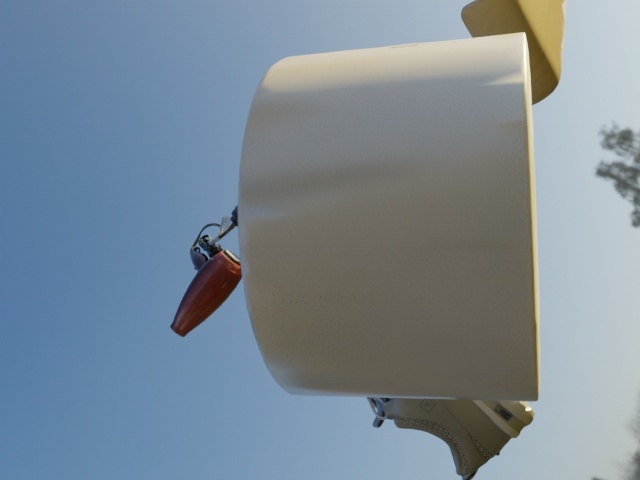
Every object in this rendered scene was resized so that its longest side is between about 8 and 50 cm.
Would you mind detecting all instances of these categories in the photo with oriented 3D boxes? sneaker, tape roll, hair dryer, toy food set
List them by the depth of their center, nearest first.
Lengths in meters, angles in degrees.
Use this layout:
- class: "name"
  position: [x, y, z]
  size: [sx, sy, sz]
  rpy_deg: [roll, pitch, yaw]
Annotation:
- class: "tape roll"
  position: [0.065, -0.012, 0.511]
  size: [0.246, 0.169, 0.246]
  rpy_deg: [-1, -90, -74]
- class: "sneaker"
  position: [0.071, 0.134, 0.736]
  size: [0.115, 0.281, 0.105]
  rpy_deg: [-56, -13, 1]
- class: "toy food set"
  position: [0.279, -0.377, 1.060]
  size: [0.219, 0.092, 0.306]
  rpy_deg: [40, -127, -44]
- class: "hair dryer"
  position: [-0.222, 0.066, 1.477]
  size: [0.080, 0.223, 0.294]
  rpy_deg: [35, -125, -19]
